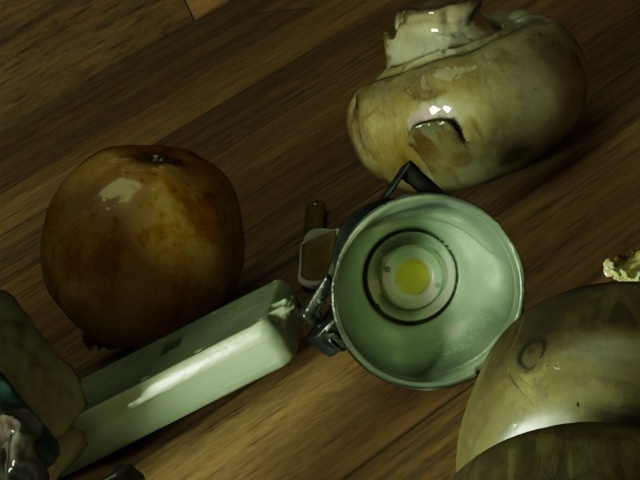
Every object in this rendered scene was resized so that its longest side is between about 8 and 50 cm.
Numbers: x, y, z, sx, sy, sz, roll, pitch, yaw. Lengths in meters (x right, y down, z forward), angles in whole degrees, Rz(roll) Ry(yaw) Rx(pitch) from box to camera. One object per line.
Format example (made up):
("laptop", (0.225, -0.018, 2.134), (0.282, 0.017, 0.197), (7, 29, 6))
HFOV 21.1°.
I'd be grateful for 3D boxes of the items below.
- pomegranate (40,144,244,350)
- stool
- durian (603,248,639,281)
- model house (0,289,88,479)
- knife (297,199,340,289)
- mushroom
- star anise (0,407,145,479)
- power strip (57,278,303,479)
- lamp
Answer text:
("pomegranate", (-0.164, 0.005, 1.629), (0.207, 0.207, 0.207), (-23, 17, 8))
("stool", (0.131, 0.156, 0.792), (0.179, 0.179, 0.264), (-17, 19, 25))
("durian", (0.258, 0.063, 1.072), (0.140, 0.078, 0.224), (-11, 30, 7))
("model house", (-0.368, 0.187, 1.320), (0.298, 0.243, 0.284), (-31, 18, 25))
("knife", (0.000, -0.001, 1.703), (0.046, 0.022, 0.256), (-19, 18, 7))
("mushroom", (0.140, -0.144, 1.663), (0.255, 0.184, 0.255), (-11, 12, 3))
("star anise", (-0.180, 0.217, 1.057), (0.283, 0.212, 0.129), (-34, -19, -54))
("power strip", (-0.127, 0.115, 1.470), (0.270, 0.046, 0.118), (-28, 13, 13))
("lamp", (0.061, 0.031, 1.370), (0.172, 0.147, 0.227), (-50, 10, 0))
